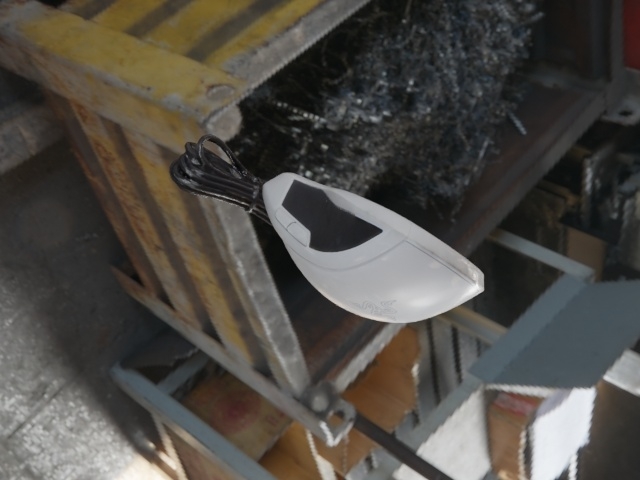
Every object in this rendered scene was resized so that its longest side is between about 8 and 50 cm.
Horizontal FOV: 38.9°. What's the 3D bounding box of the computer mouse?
[{"bbox_3d":[0.000,0.000,0.421,0.106,0.193,0.042,34,87,-27],"label":"computer mouse"}]
